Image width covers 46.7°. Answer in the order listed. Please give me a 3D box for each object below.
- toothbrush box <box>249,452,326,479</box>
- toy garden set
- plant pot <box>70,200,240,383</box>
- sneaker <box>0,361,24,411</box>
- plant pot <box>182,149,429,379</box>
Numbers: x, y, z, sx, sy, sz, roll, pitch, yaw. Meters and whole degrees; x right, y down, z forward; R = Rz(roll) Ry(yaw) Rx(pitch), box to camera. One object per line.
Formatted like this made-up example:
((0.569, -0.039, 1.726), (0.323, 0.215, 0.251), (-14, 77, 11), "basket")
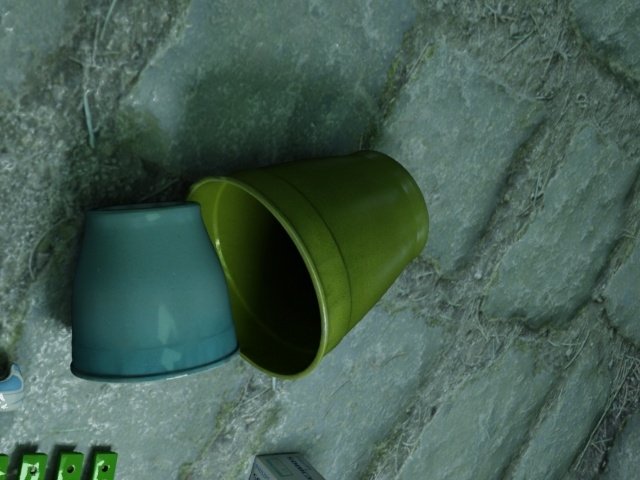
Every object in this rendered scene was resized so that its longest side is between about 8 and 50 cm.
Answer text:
((-0.074, 0.643, 1.591), (0.126, 0.216, 0.296), (9, 104, -38), "toothbrush box")
((-0.498, 0.474, 1.309), (0.244, 0.049, 0.204), (14, 83, -41), "toy garden set")
((-0.275, 0.067, 1.199), (0.271, 0.271, 0.255), (-8, 97, -33), "plant pot")
((-0.588, 0.235, 1.152), (0.237, 0.085, 0.086), (-1, 83, -32), "sneaker")
((0.000, 0.000, 1.324), (0.353, 0.366, 0.366), (-29, 124, -37), "plant pot")
